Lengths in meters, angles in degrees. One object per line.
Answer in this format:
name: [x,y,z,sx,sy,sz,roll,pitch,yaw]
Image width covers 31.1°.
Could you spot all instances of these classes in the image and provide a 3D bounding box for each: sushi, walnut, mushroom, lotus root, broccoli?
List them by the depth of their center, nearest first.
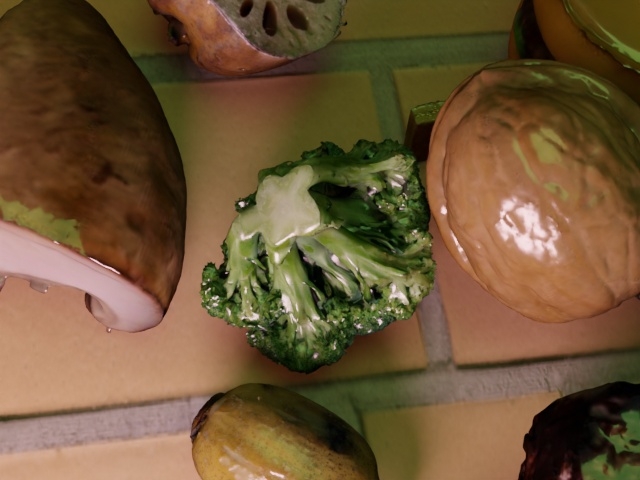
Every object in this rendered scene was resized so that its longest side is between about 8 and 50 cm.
sushi: [0.329,0.329,1.169,0.281,0.299,0.294,0,57,20]
lotus root: [-0.012,0.256,1.255,0.278,0.154,0.154,32,63,5]
walnut: [0.259,-0.063,1.321,0.313,0.252,0.277,54,45,-14]
broccoli: [0.000,0.000,1.332,0.265,0.245,0.294,39,96,28]
mushroom: [-0.276,-0.120,1.382,0.313,0.224,0.397,15,60,5]
lotus root: [-0.120,-0.326,1.521,0.272,0.192,0.272,22,57,-37]

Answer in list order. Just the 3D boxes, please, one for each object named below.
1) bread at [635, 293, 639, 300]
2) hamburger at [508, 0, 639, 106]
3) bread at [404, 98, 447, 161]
bread: [0.538,0.111,1.405,0.165,0.113,0.416,-30,68,-22]
hamburger: [0.447,-0.286,1.513,0.395,0.277,0.396,2,64,-3]
bread: [0.158,-0.146,1.514,0.090,0.094,0.035,-14,63,-11]
